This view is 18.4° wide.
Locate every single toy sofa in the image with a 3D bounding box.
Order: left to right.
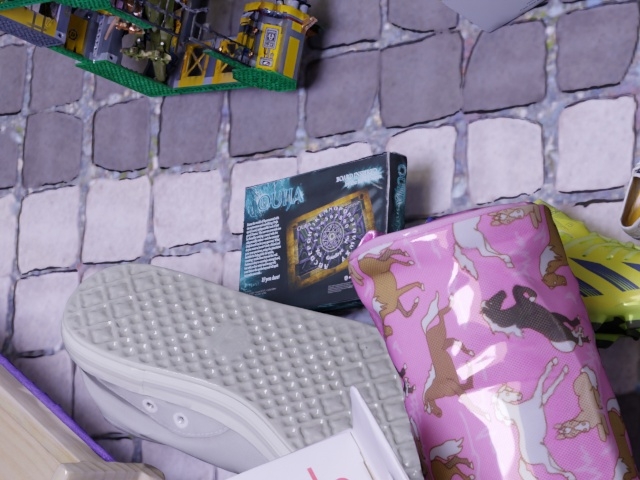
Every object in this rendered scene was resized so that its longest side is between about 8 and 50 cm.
[{"bbox_3d":[-0.295,0.174,1.770,0.362,0.177,0.150,37,106,36],"label":"toy sofa"}]

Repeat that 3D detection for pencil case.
[{"bbox_3d":[0.141,0.160,1.438,0.167,0.160,0.386,-14,82,-5],"label":"pencil case"}]

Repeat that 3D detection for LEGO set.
[{"bbox_3d":[-0.159,-0.261,1.753,0.255,0.331,0.192,-5,71,54],"label":"LEGO set"}]

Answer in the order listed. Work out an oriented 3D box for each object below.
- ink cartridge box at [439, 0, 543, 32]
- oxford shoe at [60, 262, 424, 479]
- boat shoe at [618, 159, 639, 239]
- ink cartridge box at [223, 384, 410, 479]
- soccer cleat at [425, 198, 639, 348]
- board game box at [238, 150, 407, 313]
[{"bbox_3d":[0.129,-0.278,1.629,0.127,0.176,0.128,-29,62,24],"label":"ink cartridge box"},{"bbox_3d":[-0.019,0.148,1.647,0.449,0.130,0.169,20,50,26],"label":"oxford shoe"},{"bbox_3d":[0.263,-0.050,1.562,0.035,0.035,0.100,27,92,36],"label":"boat shoe"},{"bbox_3d":[0.013,0.284,1.435,0.119,0.353,0.207,-21,58,-15],"label":"ink cartridge box"},{"bbox_3d":[0.193,0.022,1.554,0.289,0.093,0.121,-1,74,34],"label":"soccer cleat"},{"bbox_3d":[0.000,0.000,1.701,0.186,0.026,0.126,-11,70,46],"label":"board game box"}]
